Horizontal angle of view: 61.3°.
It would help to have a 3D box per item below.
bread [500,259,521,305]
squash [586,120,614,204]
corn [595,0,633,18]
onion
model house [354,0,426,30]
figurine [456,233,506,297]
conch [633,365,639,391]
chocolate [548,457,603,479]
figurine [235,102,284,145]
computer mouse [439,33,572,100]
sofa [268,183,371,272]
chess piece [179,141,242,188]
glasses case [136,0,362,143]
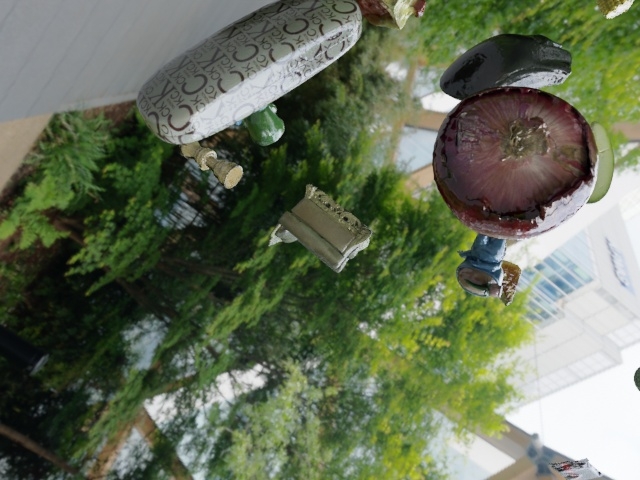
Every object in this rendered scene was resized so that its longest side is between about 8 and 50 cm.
[{"bbox_3d":[0.553,0.109,1.673,0.054,0.136,0.154,-31,-156,50],"label":"bread"},{"bbox_3d":[0.740,-0.197,1.437,0.170,0.093,0.252,-60,-172,28],"label":"squash"},{"bbox_3d":[0.650,-0.634,1.249,0.081,0.249,0.081,-16,167,-4],"label":"corn"},{"bbox_3d":[0.283,-0.113,0.810,0.248,0.247,0.161,-60,172,-26],"label":"onion"},{"bbox_3d":[0.109,-0.506,0.955,0.196,0.253,0.160,-55,163,3],"label":"model house"},{"bbox_3d":[0.352,0.057,1.175,0.145,0.114,0.178,-60,160,-53],"label":"figurine"},{"bbox_3d":[0.579,0.242,0.927,0.056,0.085,0.076,-44,-138,-18],"label":"conch"},{"bbox_3d":[0.556,0.500,1.169,0.086,0.182,0.028,-22,-134,24],"label":"chocolate"},{"bbox_3d":[-0.178,-0.374,1.400,0.127,0.234,0.185,-27,-153,11],"label":"figurine"},{"bbox_3d":[0.367,-0.348,1.053,0.088,0.263,0.147,83,-10,-48],"label":"computer mouse"},{"bbox_3d":[0.000,0.000,1.355,0.182,0.200,0.258,-52,175,-3],"label":"sofa"},{"bbox_3d":[-0.259,-0.185,1.238,0.060,0.172,0.060,-45,156,-27],"label":"chess piece"},{"bbox_3d":[-0.098,-0.260,0.782,0.354,0.137,0.085,-35,145,-13],"label":"glasses case"}]
